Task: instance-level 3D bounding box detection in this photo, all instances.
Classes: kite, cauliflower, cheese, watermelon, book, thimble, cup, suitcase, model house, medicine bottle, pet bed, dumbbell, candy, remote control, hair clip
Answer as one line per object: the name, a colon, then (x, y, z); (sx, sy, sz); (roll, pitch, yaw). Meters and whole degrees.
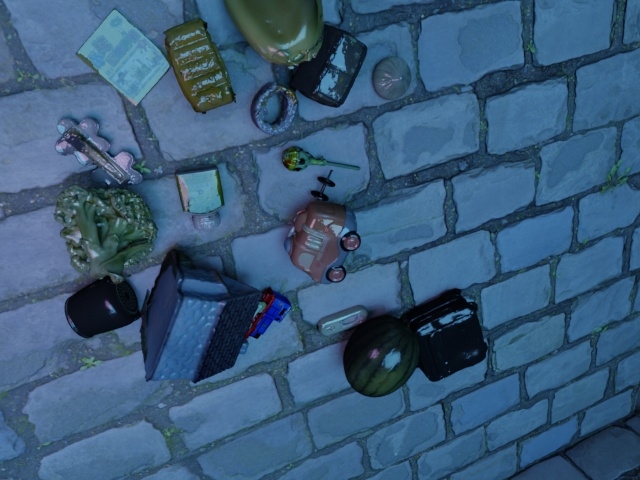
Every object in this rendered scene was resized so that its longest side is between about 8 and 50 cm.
kite: (-0.576, 0.226, 1.350); (0.011, 0.138, 0.157); (10, 146, -36)
cauliflower: (-0.622, -0.011, 1.159); (0.261, 0.280, 0.326); (-7, 135, 23)
cheese: (-0.110, -0.629, 1.127); (0.260, 0.128, 0.315); (-26, 85, 3)
watermelon: (0.246, 0.451, 1.627); (0.279, 0.278, 0.359); (29, 109, -26)
book: (-0.543, -0.506, 1.139); (0.168, 0.013, 0.192); (-48, 117, 3)
thimble: (-0.146, -0.406, 1.258); (0.127, 0.118, 0.151); (28, 100, -26)
cup: (-0.676, 0.223, 1.295); (0.177, 0.169, 0.223); (-25, 147, -5)
suitcase: (0.537, 0.424, 1.789); (0.340, 0.188, 0.344); (-24, 117, -4)
model house: (-0.369, 0.247, 1.348); (0.340, 0.297, 0.359); (15, 104, -32)
medicine bottle: (-0.376, -0.136, 1.294); (0.132, 0.088, 0.188); (-12, 113, -15)
pet bed: (0.010, -0.532, 1.233); (0.160, 0.183, 0.210); (19, 105, -31)
dumbbell: (0.009, -0.180, 1.419); (0.070, 0.069, 0.147); (16, 113, -24)
candy: (0.012, -0.265, 1.394); (0.306, 0.091, 0.083); (3, 98, -28)
remote control: (0.094, 0.330, 1.661); (0.222, 0.042, 0.078); (-17, 115, -13)
hair clip: (-0.638, -0.243, 1.175); (0.146, 0.075, 0.257); (-42, 124, 2)

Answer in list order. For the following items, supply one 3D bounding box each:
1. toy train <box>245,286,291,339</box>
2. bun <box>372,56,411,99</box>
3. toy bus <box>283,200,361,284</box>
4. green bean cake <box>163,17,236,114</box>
toy train: (-0.215, 0.280, 1.511); (0.131, 0.083, 0.203); (34, 96, -29)
bun: (0.249, -0.540, 1.362); (0.139, 0.094, 0.138); (-8, 115, -17)
toy bus: (0.000, 0.000, 1.409); (0.232, 0.194, 0.287); (17, 117, -16)
green bean cake: (-0.325, -0.466, 1.112); (0.131, 0.229, 0.223); (-21, 113, -4)
